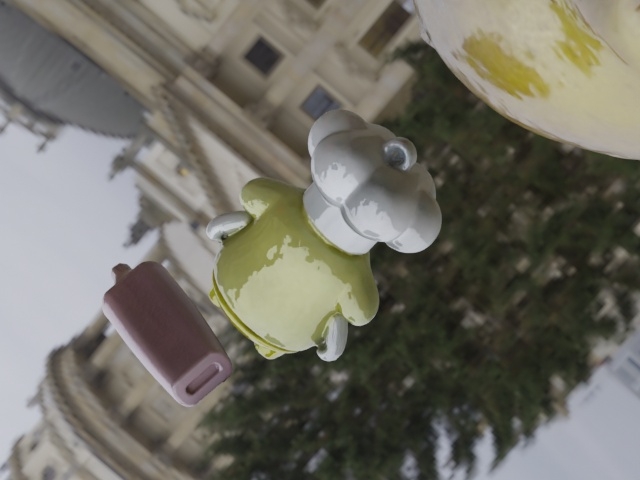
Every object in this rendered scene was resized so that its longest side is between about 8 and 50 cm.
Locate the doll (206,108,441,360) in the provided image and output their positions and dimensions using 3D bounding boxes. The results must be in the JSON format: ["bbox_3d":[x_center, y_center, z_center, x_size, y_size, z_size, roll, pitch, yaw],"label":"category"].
[{"bbox_3d":[0.000,0.000,0.728,0.106,0.162,0.062,47,-144,5],"label":"doll"}]

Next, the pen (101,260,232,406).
[{"bbox_3d":[-0.110,0.053,0.890,0.032,0.053,0.197,52,175,-31],"label":"pen"}]

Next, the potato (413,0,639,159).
[{"bbox_3d":[0.213,-0.116,0.634,0.290,0.296,0.397,-30,-98,-43],"label":"potato"}]
